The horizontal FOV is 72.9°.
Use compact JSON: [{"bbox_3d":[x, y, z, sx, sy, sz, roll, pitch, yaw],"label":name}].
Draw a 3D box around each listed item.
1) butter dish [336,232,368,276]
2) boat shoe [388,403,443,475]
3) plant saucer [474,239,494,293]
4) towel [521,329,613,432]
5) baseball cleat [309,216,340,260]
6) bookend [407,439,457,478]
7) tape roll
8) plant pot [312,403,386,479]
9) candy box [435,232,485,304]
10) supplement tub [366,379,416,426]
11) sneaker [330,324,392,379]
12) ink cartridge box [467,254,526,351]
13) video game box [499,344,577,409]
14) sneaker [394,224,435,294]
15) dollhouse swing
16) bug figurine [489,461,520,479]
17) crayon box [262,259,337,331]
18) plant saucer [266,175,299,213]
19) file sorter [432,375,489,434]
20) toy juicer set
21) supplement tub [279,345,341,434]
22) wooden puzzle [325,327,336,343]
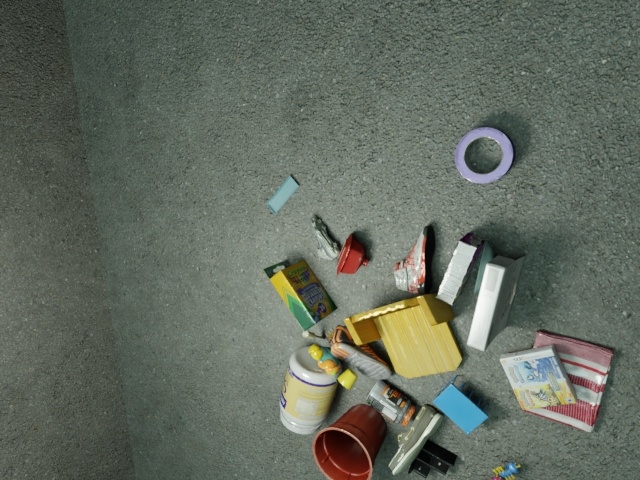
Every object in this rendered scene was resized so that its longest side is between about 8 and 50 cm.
[{"bbox_3d":[0.141,0.073,1.799,0.118,0.160,0.160,21,112,-1],"label":"butter dish"},{"bbox_3d":[0.377,0.816,1.779,0.091,0.109,0.305,35,79,37],"label":"boat shoe"},{"bbox_3d":[0.576,0.097,1.511,0.038,0.195,0.194,13,107,23],"label":"plant saucer"},{"bbox_3d":[0.862,0.499,1.531,0.237,0.037,0.328,12,107,28],"label":"towel"},{"bbox_3d":[0.000,0.000,1.889,0.205,0.072,0.109,58,136,17],"label":"baseball cleat"},{"bbox_3d":[0.471,0.946,1.831,0.156,0.072,0.157,22,112,24],"label":"bookend"},{"bbox_3d":[0.568,-0.294,1.495,0.189,0.080,0.188,7,105,28],"label":"tape roll"},{"bbox_3d":[0.150,0.870,1.884,0.273,0.265,0.272,7,104,29],"label":"plant pot"},{"bbox_3d":[0.508,0.101,1.571,0.071,0.159,0.233,26,114,24],"label":"candy box"},{"bbox_3d":[0.302,0.695,1.845,0.190,0.117,0.116,30,114,20],"label":"supplement tub"},{"bbox_3d":[0.190,0.456,1.855,0.321,0.180,0.125,38,129,-22],"label":"sneaker"},{"bbox_3d":[0.604,0.198,1.484,0.066,0.261,0.296,19,109,34],"label":"ink cartridge box"},{"bbox_3d":[0.771,0.488,1.539,0.187,0.048,0.205,-26,87,37],"label":"video game box"},{"bbox_3d":[0.360,0.073,1.688,0.145,0.090,0.269,6,96,41],"label":"sneaker"},{"bbox_3d":[0.335,0.394,1.675,0.347,0.315,0.304,-22,75,31],"label":"dollhouse swing"},{"bbox_3d":[0.757,0.980,1.677,0.279,0.072,0.216,48,126,7],"label":"bug figurine"},{"bbox_3d":[-0.086,0.216,1.907,0.083,0.203,0.322,-40,80,30],"label":"crayon box"},{"bbox_3d":[-0.170,-0.206,1.970,0.067,0.018,0.192,50,120,11],"label":"plant saucer"},{"bbox_3d":[0.555,0.635,1.695,0.170,0.104,0.118,41,118,16],"label":"file sorter"},{"bbox_3d":[0.002,0.491,1.837,0.089,0.209,0.329,-52,37,2],"label":"toy juicer set"},{"bbox_3d":[-0.053,0.678,1.970,0.241,0.241,0.331,23,111,24],"label":"supplement tub"},{"bbox_3d":[0.051,0.435,1.994,0.049,0.006,0.083,50,120,11],"label":"wooden puzzle"}]
